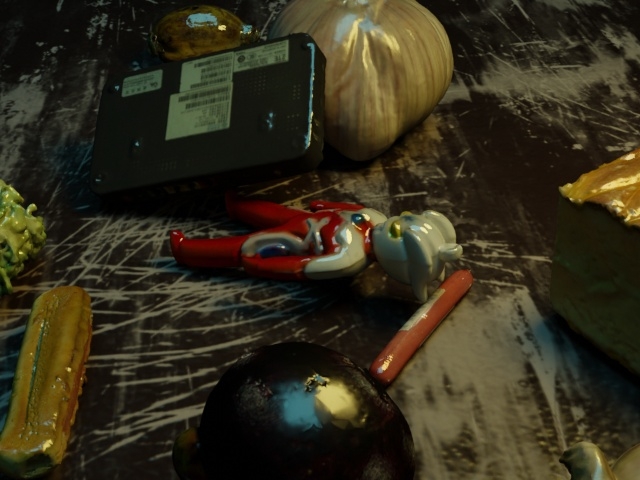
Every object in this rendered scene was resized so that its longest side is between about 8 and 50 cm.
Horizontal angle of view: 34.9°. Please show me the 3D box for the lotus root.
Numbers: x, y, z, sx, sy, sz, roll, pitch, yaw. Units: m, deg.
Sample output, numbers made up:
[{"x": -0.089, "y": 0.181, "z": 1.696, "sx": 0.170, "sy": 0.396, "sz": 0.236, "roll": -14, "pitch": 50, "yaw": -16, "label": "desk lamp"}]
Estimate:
[{"x": -0.212, "y": -0.368, "z": 1.844, "sx": 0.210, "sy": 0.120, "sz": 0.120, "roll": -4, "pitch": 34, "yaw": 0, "label": "lotus root"}]

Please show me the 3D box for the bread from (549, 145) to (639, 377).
[{"x": 0.440, "y": 0.027, "z": 1.143, "sx": 0.279, "sy": 0.207, "sz": 0.279, "roll": -25, "pitch": 41, "yaw": -29, "label": "bread"}]

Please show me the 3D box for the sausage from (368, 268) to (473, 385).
[{"x": 0.122, "y": 0.099, "z": 1.205, "sx": 0.034, "sy": 0.034, "sz": 0.253, "roll": 19, "pitch": 39, "yaw": 28, "label": "sausage"}]

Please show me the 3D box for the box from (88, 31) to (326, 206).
[{"x": -0.162, "y": -0.168, "z": 1.444, "sx": 0.350, "sy": 0.058, "sz": 0.211, "roll": -9, "pitch": 61, "yaw": 20, "label": "box"}]

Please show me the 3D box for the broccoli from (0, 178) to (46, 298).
[{"x": -0.461, "y": -0.045, "z": 1.261, "sx": 0.248, "sy": 0.245, "sz": 0.288, "roll": -13, "pitch": 40, "yaw": -32, "label": "broccoli"}]

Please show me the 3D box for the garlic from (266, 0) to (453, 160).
[{"x": 0.061, "y": -0.280, "z": 1.576, "sx": 0.318, "sy": 0.259, "sz": 0.317, "roll": -5, "pitch": 31, "yaw": 3, "label": "garlic"}]

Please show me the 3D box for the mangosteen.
[{"x": -0.038, "y": 0.211, "z": 0.922, "sx": 0.250, "sy": 0.211, "sz": 0.211, "roll": -44, "pitch": 43, "yaw": -3, "label": "mangosteen"}]

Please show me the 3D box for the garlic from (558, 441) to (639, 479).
[{"x": 0.377, "y": 0.261, "z": 0.871, "sx": 0.325, "sy": 0.132, "sz": 0.279, "roll": -3, "pitch": 42, "yaw": 8, "label": "garlic"}]

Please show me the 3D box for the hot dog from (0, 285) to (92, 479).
[{"x": -0.301, "y": 0.151, "z": 1.121, "sx": 0.088, "sy": 0.061, "sz": 0.285, "roll": -3, "pitch": 34, "yaw": 3, "label": "hot dog"}]

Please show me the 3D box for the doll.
[{"x": 0.000, "y": 0.000, "z": 1.284, "sx": 0.384, "sy": 0.099, "sz": 0.188, "roll": 8, "pitch": 34, "yaw": 29, "label": "doll"}]
